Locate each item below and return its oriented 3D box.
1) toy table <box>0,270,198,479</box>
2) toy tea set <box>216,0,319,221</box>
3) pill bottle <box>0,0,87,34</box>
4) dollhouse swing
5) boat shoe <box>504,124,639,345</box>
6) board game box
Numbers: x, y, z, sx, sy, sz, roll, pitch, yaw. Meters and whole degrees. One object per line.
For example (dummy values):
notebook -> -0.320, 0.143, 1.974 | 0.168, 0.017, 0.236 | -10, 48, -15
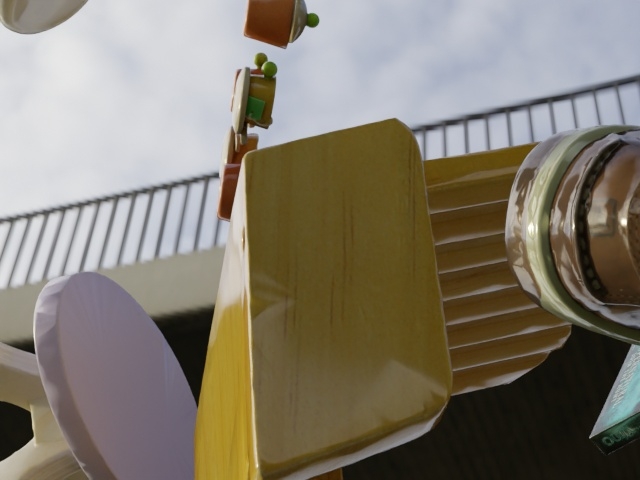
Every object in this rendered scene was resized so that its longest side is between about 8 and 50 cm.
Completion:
toy table -> -0.233, 0.163, 1.243 | 0.161, 0.252, 0.274 | -15, -70, 23
toy tea set -> -0.056, -0.161, 1.745 | 0.124, 0.200, 0.336 | 8, -49, -7
pill bottle -> -0.291, -0.288, 1.163 | 0.208, 0.118, 0.117 | 47, -51, 13
dollhouse swing -> 0.077, 0.123, 0.917 | 0.305, 0.315, 0.346 | 3, -39, -10
boat shoe -> 0.192, 0.017, 0.449 | 0.258, 0.095, 0.095 | 6, -2, -24
board game box -> 0.336, 0.119, 1.287 | 0.026, 0.186, 0.126 | 46, -51, -5
